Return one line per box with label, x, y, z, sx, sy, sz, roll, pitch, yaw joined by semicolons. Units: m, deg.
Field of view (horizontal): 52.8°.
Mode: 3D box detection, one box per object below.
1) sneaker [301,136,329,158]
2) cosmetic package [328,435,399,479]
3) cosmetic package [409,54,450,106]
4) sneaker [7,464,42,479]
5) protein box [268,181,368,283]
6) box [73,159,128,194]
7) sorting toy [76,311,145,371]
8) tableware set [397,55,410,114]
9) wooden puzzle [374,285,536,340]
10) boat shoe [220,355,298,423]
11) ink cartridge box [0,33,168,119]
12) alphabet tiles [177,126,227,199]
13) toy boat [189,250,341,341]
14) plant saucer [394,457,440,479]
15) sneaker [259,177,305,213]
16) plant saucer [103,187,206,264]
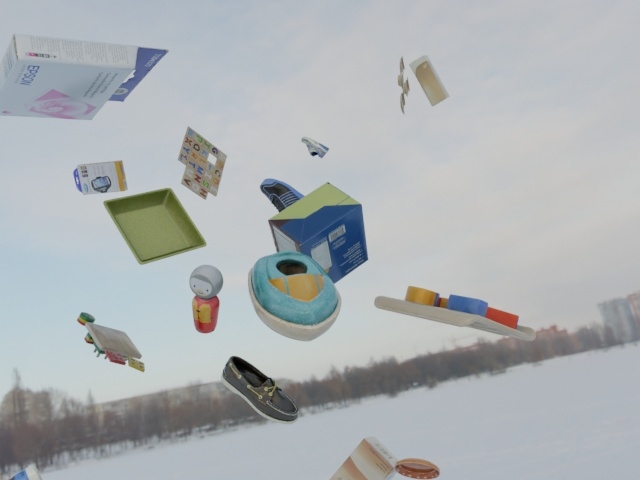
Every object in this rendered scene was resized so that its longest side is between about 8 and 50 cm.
sneaker;-0.031;-0.358;2.498;0.135;0.058;0.052;32;8;35
cosmetic package;0.130;0.850;2.264;0.296;0.153;0.129;-53;-26;3
cosmetic package;0.259;-0.378;1.525;0.041;0.115;0.060;-28;6;24
sneaker;-0.577;0.535;1.282;0.085;0.152;0.058;-27;2;-23
protein box;0.000;0.000;1.655;0.200;0.136;0.201;-34;-41;-22
box;-0.586;-0.166;1.714;0.136;0.081;0.028;-3;16;11
sorting toy;-0.583;0.298;1.802;0.132;0.046;0.274;27;6;-46
tableware set;0.271;-0.505;2.099;0.020;0.168;0.141;-1;-44;16
wooden puzzle;0.372;0.193;1.767;0.348;0.080;0.322;16;-5;-43
boat shoe;-0.147;0.372;1.610;0.081;0.228;0.068;-35;-29;-58
ink cartridge box;-0.556;-0.359;1.478;0.330;0.071;0.324;-4;-9;-35
alphabet tiles;-0.439;-0.274;2.372;0.009;0.237;0.198;-18;-40;36
toy boat;-0.113;0.106;1.343;0.318;0.267;0.148;-6;-59;-22
plant saucer;0.178;0.419;1.188;0.084;0.013;0.083;7;-38;5
sneaker;-0.102;-0.109;1.995;0.090;0.232;0.081;-51;-18;-34
plant saucer;-0.397;-0.027;1.536;0.188;0.188;0.045;-19;-24;-44
